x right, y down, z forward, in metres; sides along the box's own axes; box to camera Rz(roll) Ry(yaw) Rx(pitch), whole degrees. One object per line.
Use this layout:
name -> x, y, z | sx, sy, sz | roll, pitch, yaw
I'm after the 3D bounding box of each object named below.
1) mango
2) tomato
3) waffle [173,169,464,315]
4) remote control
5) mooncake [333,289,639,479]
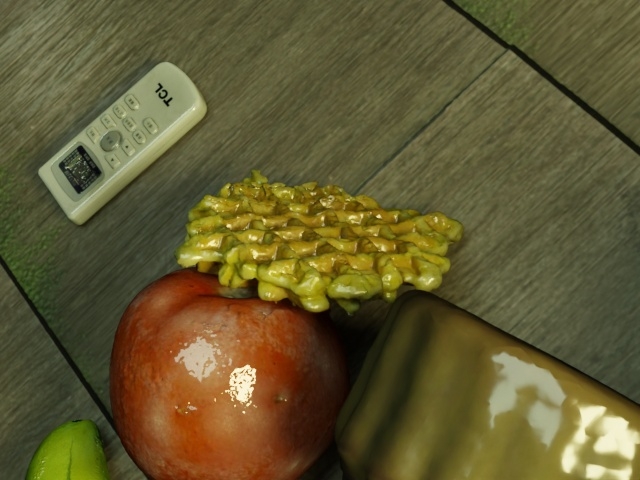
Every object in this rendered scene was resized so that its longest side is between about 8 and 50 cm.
mango -> -0.227, 0.241, 1.290 | 0.091, 0.074, 0.165 | -15, 47, 25
tomato -> -0.079, 0.125, 1.203 | 0.208, 0.208, 0.185 | 16, 108, 31
waffle -> 0.000, 0.000, 1.222 | 0.243, 0.238, 0.059 | 12, 108, 22
remote control -> -0.206, -0.105, 1.478 | 0.190, 0.029, 0.087 | -40, 56, 2
mooncake -> 0.149, 0.163, 1.021 | 0.290, 0.290, 0.161 | 31, 92, 34
